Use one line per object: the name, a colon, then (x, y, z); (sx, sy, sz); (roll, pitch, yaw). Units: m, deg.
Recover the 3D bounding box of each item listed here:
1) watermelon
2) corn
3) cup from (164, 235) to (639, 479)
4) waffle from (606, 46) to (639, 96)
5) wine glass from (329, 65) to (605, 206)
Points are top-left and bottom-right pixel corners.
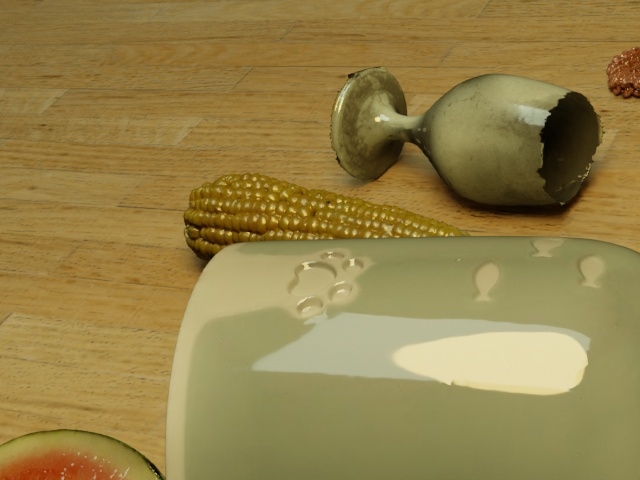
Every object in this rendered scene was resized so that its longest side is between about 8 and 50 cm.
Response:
watermelon: (-0.202, 0.207, 1.007); (0.245, 0.063, 0.119); (-3, 47, 19)
corn: (0.000, 0.000, 1.198); (0.320, 0.097, 0.097); (13, 42, 35)
cup: (0.098, 0.122, 0.859); (0.275, 0.259, 0.357); (-2, 3, 19)
waffle: (0.334, -0.174, 1.376); (0.075, 0.029, 0.083); (-3, 36, 21)
wine glass: (0.135, -0.099, 1.260); (0.241, 0.126, 0.126); (12, 41, 41)
